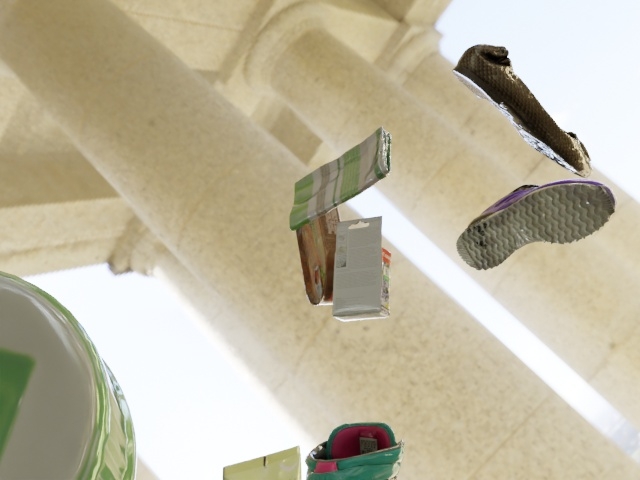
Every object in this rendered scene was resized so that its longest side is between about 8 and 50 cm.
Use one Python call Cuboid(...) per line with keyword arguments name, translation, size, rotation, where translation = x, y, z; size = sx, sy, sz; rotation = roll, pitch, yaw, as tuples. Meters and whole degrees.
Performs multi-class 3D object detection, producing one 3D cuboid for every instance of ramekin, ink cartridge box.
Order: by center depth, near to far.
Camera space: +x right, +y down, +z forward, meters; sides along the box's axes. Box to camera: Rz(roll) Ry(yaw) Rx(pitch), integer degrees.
Cuboid(name="ramekin", translation=(-0.308, 0.167, 0.735), size=(0.303, 0.303, 0.148), rotation=(-37, -17, -24))
Cuboid(name="ink cartridge box", translation=(0.049, 0.033, 1.026), size=(0.062, 0.115, 0.029), rotation=(-7, -21, 28))

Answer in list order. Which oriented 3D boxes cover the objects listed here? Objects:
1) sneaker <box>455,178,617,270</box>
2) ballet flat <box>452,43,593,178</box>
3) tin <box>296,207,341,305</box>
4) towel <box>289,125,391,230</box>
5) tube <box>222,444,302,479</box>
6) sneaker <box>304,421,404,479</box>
Cuboid(name="sneaker", translation=(0.366, -0.054, 1.487), size=(0.293, 0.102, 0.146), rotation=(-22, 15, 45))
Cuboid(name="ballet flat", translation=(0.251, -0.152, 1.048), size=(0.250, 0.084, 0.058), rotation=(34, -86, -31))
Cuboid(name="tin", translation=(0.000, 0.000, 1.233), size=(0.040, 0.190, 0.106), rotation=(-2, -32, -14))
Cuboid(name="towel", translation=(0.024, -0.081, 1.147), size=(0.152, 0.023, 0.113), rotation=(-29, 27, 22))
Cuboid(name="tube", translation=(-0.042, 0.292, 0.717), size=(0.062, 0.240, 0.070), rotation=(-2, 0, -3))
Cuboid(name="sneaker", translation=(0.064, 0.314, 1.086), size=(0.123, 0.179, 0.295), rotation=(-7, -20, 25))
